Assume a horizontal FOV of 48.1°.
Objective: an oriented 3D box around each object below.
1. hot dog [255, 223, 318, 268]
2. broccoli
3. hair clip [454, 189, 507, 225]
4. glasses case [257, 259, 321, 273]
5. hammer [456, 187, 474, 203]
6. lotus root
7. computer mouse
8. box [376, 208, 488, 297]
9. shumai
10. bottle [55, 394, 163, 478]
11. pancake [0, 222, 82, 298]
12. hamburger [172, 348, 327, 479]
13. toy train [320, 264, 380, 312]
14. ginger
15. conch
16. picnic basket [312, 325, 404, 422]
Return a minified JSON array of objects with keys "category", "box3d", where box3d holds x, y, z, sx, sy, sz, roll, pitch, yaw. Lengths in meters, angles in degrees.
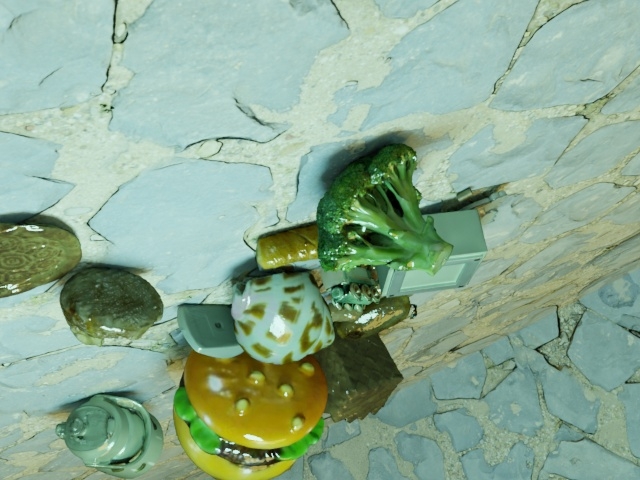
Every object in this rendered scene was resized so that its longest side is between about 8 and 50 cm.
[{"category":"hot dog","box3d":[0.000,0.003,1.507,0.285,0.088,0.061,-16,152,-22]},{"category":"broccoli","box3d":[0.126,-0.037,1.315,0.254,0.269,0.269,-15,160,-49]},{"category":"hair clip","box3d":[0.378,-0.048,1.766,0.140,0.054,0.220,-16,158,-4]},{"category":"glasses case","box3d":[-0.059,0.044,1.589,0.178,0.045,0.067,0,152,-41]},{"category":"hammer","box3d":[0.348,-0.098,1.684,0.035,0.019,0.110,-29,162,16]},{"category":"lotus root","box3d":[0.145,0.195,2.002,0.241,0.123,0.124,-25,-166,8]},{"category":"computer mouse","box3d":[-0.255,0.218,1.700,0.079,0.128,0.231,-40,151,24]},{"category":"box","box3d":[0.257,0.038,1.709,0.225,0.117,0.225,-7,156,-4]},{"category":"shumai","box3d":[-0.407,0.137,1.342,0.153,0.161,0.209,-38,171,26]},{"category":"bottle","box3d":[-0.591,0.554,2.048,0.229,0.229,0.352,-21,154,-2]},{"category":"pancake","box3d":[-0.513,0.036,1.178,0.250,0.031,0.250,-20,157,-9]},{"category":"hamburger","box3d":[-0.188,0.395,1.836,0.395,0.396,0.277,-7,137,-32]},{"category":"toy train","box3d":[0.079,0.107,1.756,0.080,0.125,0.194,-25,162,26]},{"category":"ginger","box3d":[0.112,0.134,1.894,0.258,0.065,0.149,-22,123,17]},{"category":"conch","box3d":[-0.075,0.179,1.668,0.249,0.197,0.368,-35,167,25]},{"category":"picnic basket","box3d":[0.069,0.431,2.252,0.254,0.291,0.321,-4,143,-36]}]
